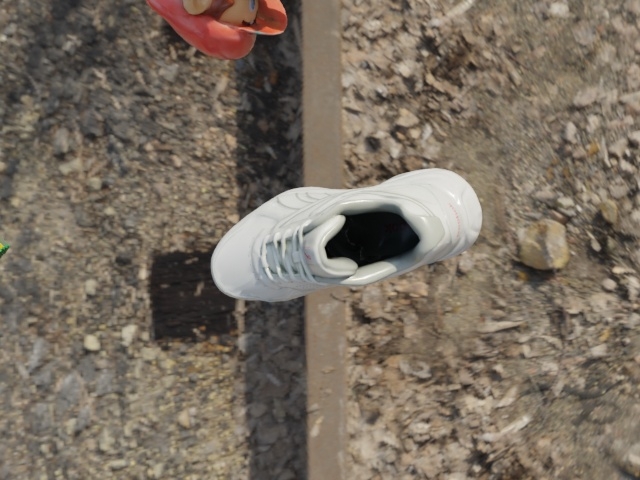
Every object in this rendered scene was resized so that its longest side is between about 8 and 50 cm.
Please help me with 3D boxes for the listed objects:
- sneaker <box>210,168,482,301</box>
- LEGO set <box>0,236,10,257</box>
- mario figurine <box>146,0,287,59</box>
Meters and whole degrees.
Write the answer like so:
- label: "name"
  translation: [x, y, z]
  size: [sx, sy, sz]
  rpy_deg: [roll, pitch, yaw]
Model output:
- label: "sneaker"
  translation: [0.000, 0.000, 0.688]
  size: [0.232, 0.115, 0.090]
  rpy_deg: [-17, 93, 26]
- label: "LEGO set"
  translation: [-0.510, 0.038, 0.983]
  size: [0.192, 0.331, 0.255]
  rpy_deg: [47, 62, -7]
- label: "mario figurine"
  translation: [-0.051, -0.300, 0.793]
  size: [0.170, 0.198, 0.320]
  rpy_deg: [38, 140, 21]
